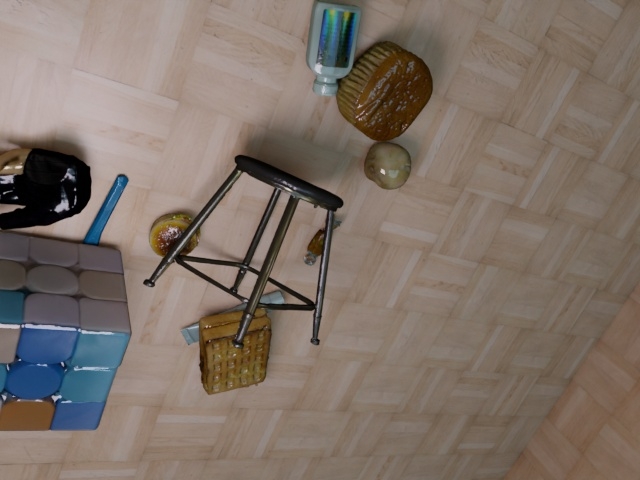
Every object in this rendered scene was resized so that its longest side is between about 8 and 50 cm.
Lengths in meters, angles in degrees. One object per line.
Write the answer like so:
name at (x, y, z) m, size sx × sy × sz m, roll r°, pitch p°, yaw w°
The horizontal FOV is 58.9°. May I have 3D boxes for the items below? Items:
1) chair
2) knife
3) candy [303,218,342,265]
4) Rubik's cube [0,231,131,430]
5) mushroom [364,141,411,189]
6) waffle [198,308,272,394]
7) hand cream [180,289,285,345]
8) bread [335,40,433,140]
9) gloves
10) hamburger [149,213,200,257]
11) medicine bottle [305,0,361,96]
chair at (-0.152, 0.016, 1.497) m, size 0.362 × 0.365 × 0.409 m, roll 14°, pitch 101°, yaw -57°
knife at (-0.577, -0.043, 1.487) m, size 0.044 × 0.026 × 0.296 m, roll 23°, pitch 105°, yaw -37°
candy at (0.000, 0.000, 1.776) m, size 0.053 × 0.046 × 0.182 m, roll 21°, pitch 113°, yaw -37°
Rubik's cube at (-0.683, 0.221, 1.377) m, size 0.347 × 0.346 × 0.344 m, roll 11°, pitch 121°, yaw -29°
mushroom at (0.202, -0.224, 1.693) m, size 0.148 × 0.112 × 0.147 m, roll -2°, pitch 98°, yaw -12°
waffle at (-0.273, 0.356, 1.796) m, size 0.224 × 0.098 × 0.327 m, roll -8°, pitch 138°, yaw -18°
hand cream at (-0.273, 0.239, 1.789) m, size 0.332 × 0.058 × 0.085 m, roll -20°, pitch 141°, yaw -7°
bread at (0.175, -0.407, 1.555) m, size 0.253 × 0.142 × 0.227 m, roll -50°, pitch 133°, yaw 7°
gloves at (-0.691, -0.116, 1.310) m, size 0.301 × 0.152 × 0.197 m, roll 0°, pitch 98°, yaw -18°
hamburger at (-0.398, -0.011, 1.554) m, size 0.141 × 0.081 × 0.126 m, roll -19°, pitch 125°, yaw -13°
medicine bottle at (0.027, -0.492, 1.465) m, size 0.121 × 0.083 × 0.228 m, roll 0°, pitch 118°, yaw -18°
